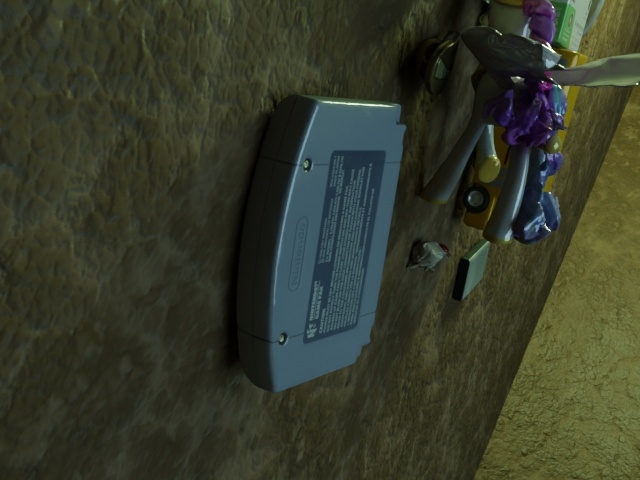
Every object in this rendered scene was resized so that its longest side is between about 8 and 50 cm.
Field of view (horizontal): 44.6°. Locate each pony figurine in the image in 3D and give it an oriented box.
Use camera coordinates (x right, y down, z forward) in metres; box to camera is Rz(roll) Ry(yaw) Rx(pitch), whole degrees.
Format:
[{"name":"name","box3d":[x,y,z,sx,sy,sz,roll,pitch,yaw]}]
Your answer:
[{"name":"pony figurine","box3d":[0.276,-0.186,1.035,0.303,0.351,0.363,3,109,-22]}]

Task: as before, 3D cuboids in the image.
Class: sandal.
[{"name":"sandal","box3d":[0.151,-0.241,1.031,0.180,0.049,0.072,-60,165,-61]}]

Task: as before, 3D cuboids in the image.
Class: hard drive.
[{"name":"hard drive","box3d":[0.314,0.060,1.623,0.135,0.022,0.094,-33,135,-56]}]

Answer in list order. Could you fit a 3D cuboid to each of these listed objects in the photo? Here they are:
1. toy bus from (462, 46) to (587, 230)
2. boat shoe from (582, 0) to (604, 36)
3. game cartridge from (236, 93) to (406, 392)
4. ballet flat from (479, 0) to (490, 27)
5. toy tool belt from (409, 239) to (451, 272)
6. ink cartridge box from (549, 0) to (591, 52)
[{"name":"toy bus","box3d":[0.357,-0.175,1.384,0.108,0.130,0.332,-15,120,-61]},{"name":"boat shoe","box3d":[0.526,-0.554,1.512,0.158,0.127,0.340,-18,123,-53]},{"name":"game cartridge","box3d":[0.000,0.000,0.810,0.198,0.062,0.297,-6,109,-48]},{"name":"ballet flat","box3d":[0.275,-0.367,1.198,0.073,0.080,0.232,-30,138,-17]},{"name":"toy tool belt","box3d":[0.175,0.028,1.278,0.051,0.052,0.083,-46,161,21]},{"name":"ink cartridge box","box3d":[0.403,-0.471,1.324,0.198,0.115,0.272,-14,119,-63]}]
